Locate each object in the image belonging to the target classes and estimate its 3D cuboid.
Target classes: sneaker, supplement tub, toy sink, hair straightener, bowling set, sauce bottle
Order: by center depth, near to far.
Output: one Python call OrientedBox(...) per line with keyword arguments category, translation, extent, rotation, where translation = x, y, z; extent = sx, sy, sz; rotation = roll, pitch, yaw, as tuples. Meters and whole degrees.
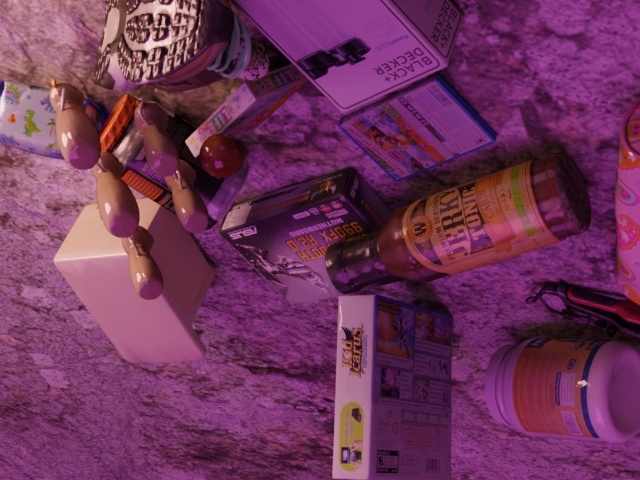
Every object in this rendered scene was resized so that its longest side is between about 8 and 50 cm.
OrientedBox(category="sneaker", translation=(-0.132, -0.233, 1.416), extent=(0.182, 0.158, 0.410), rotation=(8, -176, -19))
OrientedBox(category="bowling set", translation=(-0.195, -0.086, 1.571), extent=(0.200, 0.154, 0.287), rotation=(-21, 129, -5))
OrientedBox(category="sauce bottle", translation=(0.167, -0.009, 1.620), extent=(0.344, 0.111, 0.111), rotation=(-21, 129, 27))
OrientedBox(category="supplement tub", translation=(-0.201, -0.107, 1.694), extent=(0.190, 0.117, 0.117), rotation=(33, 141, -17))
OrientedBox(category="hair straightener", translation=(0.398, 0.114, 1.768), extent=(0.230, 0.047, 0.089), rotation=(12, 143, 10))
OrientedBox(category="supplement tub", translation=(0.350, 0.212, 1.819), extent=(0.200, 0.144, 0.144), rotation=(-2, 140, 42))
OrientedBox(category="toy sink", translation=(-0.261, 0.060, 1.921), extent=(0.153, 0.131, 0.234), rotation=(-6, 132, 30))

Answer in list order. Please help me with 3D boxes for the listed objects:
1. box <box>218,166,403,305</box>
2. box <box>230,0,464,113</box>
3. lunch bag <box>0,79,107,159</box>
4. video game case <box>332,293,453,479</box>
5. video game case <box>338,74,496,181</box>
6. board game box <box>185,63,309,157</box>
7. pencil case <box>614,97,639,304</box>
OrientedBox(category="box", translation=(0.000, 0.000, 1.791), extent=(0.231, 0.056, 0.183), rotation=(-14, 132, 37))
OrientedBox(category="box", translation=(0.003, -0.285, 1.401), extent=(0.169, 0.087, 0.290), rotation=(-19, 129, 40))
OrientedBox(category="lunch bag", translation=(-0.361, -0.155, 1.725), extent=(0.129, 0.096, 0.151), rotation=(14, 172, 8))
OrientedBox(category="video game case", translation=(0.106, 0.212, 1.775), extent=(0.061, 0.244, 0.269), rotation=(-3, 169, 29))
OrientedBox(category="video game case", translation=(0.120, -0.138, 1.598), extent=(0.166, 0.015, 0.119), rotation=(-21, 128, 41))
OrientedBox(category="board game box", translation=(-0.090, -0.163, 1.586), extent=(0.154, 0.103, 0.026), rotation=(-36, 84, 48))
OrientedBox(category="pencil case", translation=(0.409, -0.041, 1.505), extent=(0.124, 0.124, 0.284), rotation=(7, 141, 16))
